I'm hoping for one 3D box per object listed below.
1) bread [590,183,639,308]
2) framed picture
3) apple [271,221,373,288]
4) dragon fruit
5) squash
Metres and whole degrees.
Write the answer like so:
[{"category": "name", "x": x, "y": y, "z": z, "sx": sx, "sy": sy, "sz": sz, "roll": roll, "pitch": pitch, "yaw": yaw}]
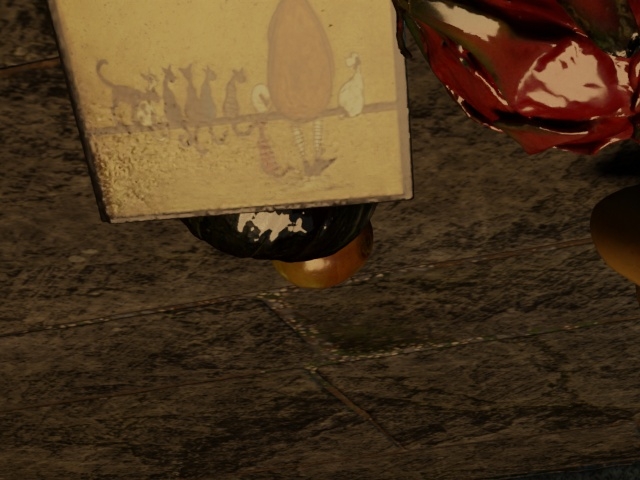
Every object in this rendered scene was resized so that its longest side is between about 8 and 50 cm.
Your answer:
[{"category": "bread", "x": 0.504, "y": -0.023, "z": 1.424, "sx": 0.424, "sy": 0.329, "sz": 0.245, "roll": -18, "pitch": 114, "yaw": 34}, {"category": "framed picture", "x": -0.065, "y": -0.147, "z": 1.030, "sx": 0.255, "sy": 0.014, "sz": 0.339, "roll": -4, "pitch": 133, "yaw": 2}, {"category": "apple", "x": 0.000, "y": 0.000, "z": 1.508, "sx": 0.114, "sy": 0.099, "sz": 0.102, "roll": 1, "pitch": 156, "yaw": -3}, {"category": "dragon fruit", "x": 0.147, "y": -0.175, "z": 0.928, "sx": 0.293, "sy": 0.234, "sz": 0.234, "roll": 17, "pitch": 152, "yaw": -25}, {"category": "squash", "x": -0.043, "y": -0.057, "z": 1.238, "sx": 0.193, "sy": 0.156, "sz": 0.193, "roll": 29, "pitch": -178, "yaw": -1}]
